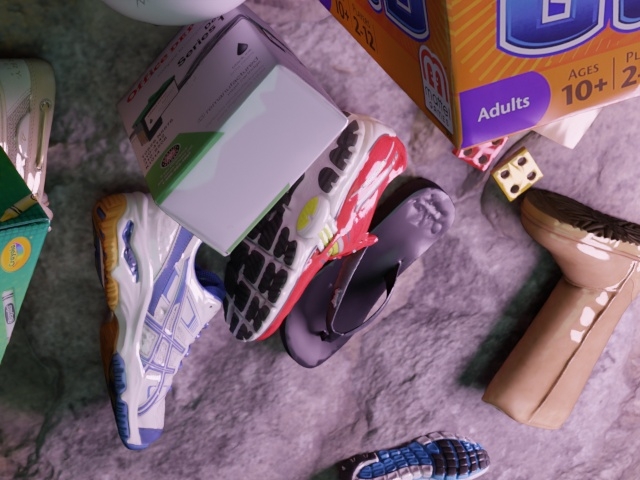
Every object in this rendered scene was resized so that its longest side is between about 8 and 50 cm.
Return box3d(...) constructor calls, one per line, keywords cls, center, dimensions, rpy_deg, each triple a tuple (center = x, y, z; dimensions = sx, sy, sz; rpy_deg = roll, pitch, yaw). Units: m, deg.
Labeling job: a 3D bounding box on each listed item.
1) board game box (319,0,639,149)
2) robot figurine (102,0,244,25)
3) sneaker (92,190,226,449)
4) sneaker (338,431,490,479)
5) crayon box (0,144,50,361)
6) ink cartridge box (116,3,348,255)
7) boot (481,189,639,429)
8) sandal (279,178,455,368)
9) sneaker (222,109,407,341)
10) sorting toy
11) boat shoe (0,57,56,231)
box3d(cls="board game box", center=(0.183, -0.346, 1.002), dimensions=(0.356, 0.356, 0.356), rpy_deg=(-18, 125, -12))
box3d(cls="robot figurine", center=(-0.129, -0.313, 1.014), dimensions=(0.209, 0.173, 0.278), rpy_deg=(-12, 124, -9))
box3d(cls="sneaker", center=(-0.157, 0.088, 1.283), dimensions=(0.131, 0.112, 0.296), rpy_deg=(-7, 123, -19))
box3d(cls="sneaker", center=(0.116, 0.296, 1.557), dimensions=(0.191, 0.071, 0.083), rpy_deg=(-10, 130, -7))
box3d(cls="crayon box", center=(-0.336, 0.025, 1.083), dimensions=(0.081, 0.165, 0.278), rpy_deg=(-15, 147, -41))
box3d(cls="ink cartridge box", center=(-0.087, -0.113, 1.123), dimensions=(0.092, 0.219, 0.160), rpy_deg=(37, 101, -32))
box3d(cls="boot", center=(0.269, 0.091, 1.475), dimensions=(0.236, 0.089, 0.269), rpy_deg=(18, 113, -30))
box3d(cls="sandal", center=(0.047, 0.040, 1.371), dimensions=(0.097, 0.054, 0.254), rpy_deg=(32, 104, -34))
box3d(cls="sneaker", center=(0.000, 0.000, 1.302), dimensions=(0.118, 0.107, 0.279), rpy_deg=(17, 115, -40))
box3d(cls="sorting toy", center=(0.243, -0.174, 1.324), dimensions=(0.132, 0.046, 0.274), rpy_deg=(22, 109, -32))
box3d(cls="boat shoe", center=(-0.293, -0.024, 1.164), dimensions=(0.098, 0.109, 0.302), rpy_deg=(-13, 122, -38))
